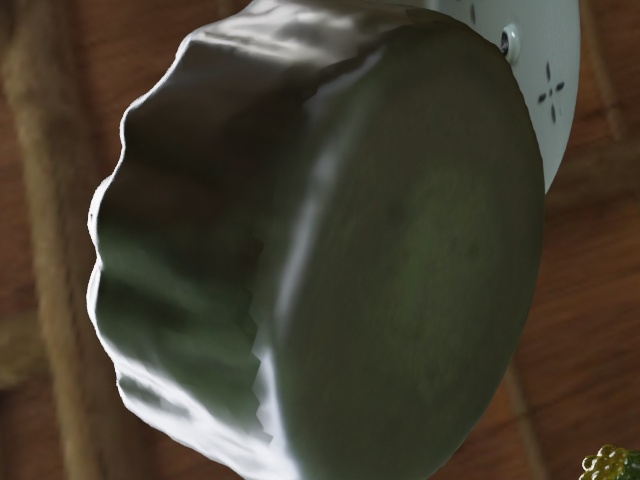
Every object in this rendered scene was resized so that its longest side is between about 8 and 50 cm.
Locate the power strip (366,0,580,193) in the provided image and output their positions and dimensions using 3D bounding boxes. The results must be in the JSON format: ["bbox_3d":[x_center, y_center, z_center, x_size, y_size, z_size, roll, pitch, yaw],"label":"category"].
[{"bbox_3d":[0.113,-0.182,1.618,0.161,0.357,0.357,3,-95,31],"label":"power strip"}]

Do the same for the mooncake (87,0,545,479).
[{"bbox_3d":[0.000,0.000,1.225,0.194,0.356,0.356,13,-85,36],"label":"mooncake"}]

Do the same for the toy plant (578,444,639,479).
[{"bbox_3d":[0.268,0.230,1.384,0.093,0.162,0.093,-35,-160,15],"label":"toy plant"}]
